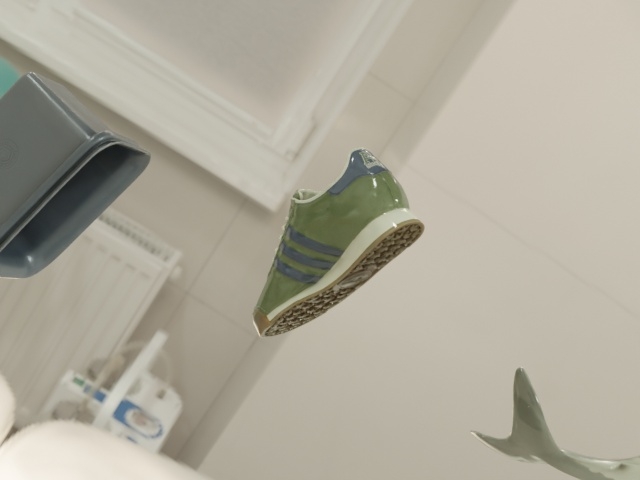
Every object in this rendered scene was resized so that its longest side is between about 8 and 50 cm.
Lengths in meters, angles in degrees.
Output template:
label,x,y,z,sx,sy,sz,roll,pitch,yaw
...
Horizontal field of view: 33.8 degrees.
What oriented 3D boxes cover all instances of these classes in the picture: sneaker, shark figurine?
label,x,y,z,sx,sy,sz,roll,pitch,yaw
sneaker,0.000,0.000,0.841,0.064,0.192,0.086,-6,65,-44
shark figurine,0.261,0.135,0.737,0.116,0.278,0.166,73,-6,-71

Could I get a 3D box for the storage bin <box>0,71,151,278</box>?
label,x,y,z,sx,sy,sz,roll,pitch,yaw
storage bin,-0.204,-0.051,0.764,0.091,0.135,0.098,48,7,12
